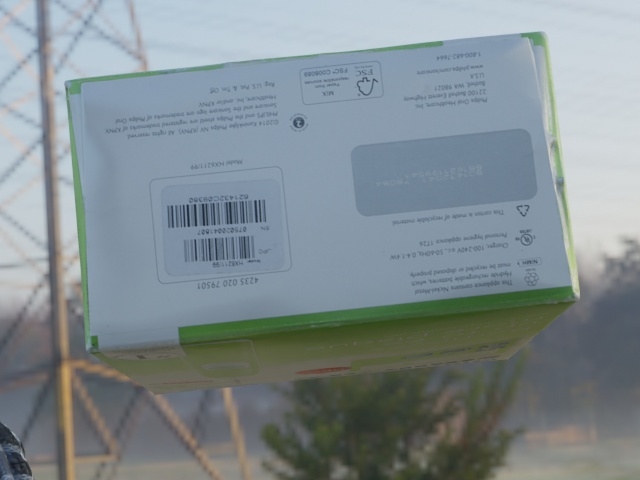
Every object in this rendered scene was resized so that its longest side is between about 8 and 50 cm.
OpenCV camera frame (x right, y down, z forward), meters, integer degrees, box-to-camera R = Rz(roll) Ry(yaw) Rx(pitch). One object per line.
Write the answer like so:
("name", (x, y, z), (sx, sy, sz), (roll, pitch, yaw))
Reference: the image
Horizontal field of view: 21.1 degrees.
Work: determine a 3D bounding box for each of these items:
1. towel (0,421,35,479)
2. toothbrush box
("towel", (-0.195, 0.219, 0.664), (0.284, 0.235, 0.121), (-42, -45, 16))
("toothbrush box", (0.000, 0.000, 0.837), (0.206, 0.122, 0.283), (-6, -8, -1))
